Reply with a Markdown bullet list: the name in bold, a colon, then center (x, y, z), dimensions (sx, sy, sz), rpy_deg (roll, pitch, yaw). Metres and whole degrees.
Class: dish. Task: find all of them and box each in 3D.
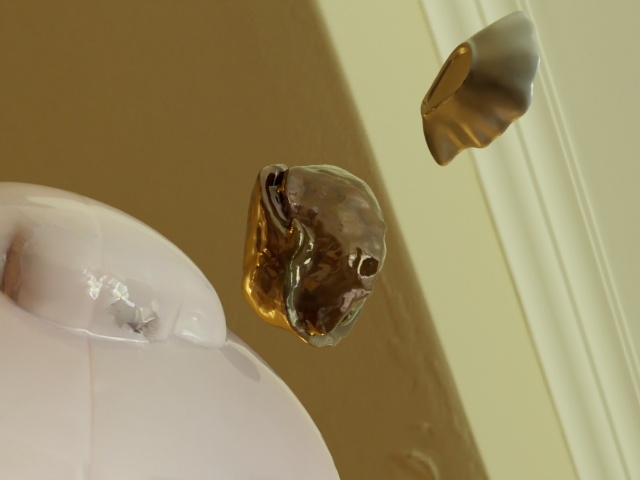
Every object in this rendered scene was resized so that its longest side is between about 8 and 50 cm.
- **dish**: center (0.103, -0.108, 0.868), dimensions (0.039, 0.091, 0.137), rpy_deg (17, -35, -23)

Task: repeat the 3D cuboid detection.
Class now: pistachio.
- **pistachio**: center (0.000, 0.000, 1.034), dimensions (0.130, 0.210, 0.165), rpy_deg (-17, -64, 18)

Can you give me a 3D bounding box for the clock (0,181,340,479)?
- **clock**: center (-0.173, 0.145, 0.478), dimensions (0.250, 0.376, 0.368), rpy_deg (15, -83, -26)
